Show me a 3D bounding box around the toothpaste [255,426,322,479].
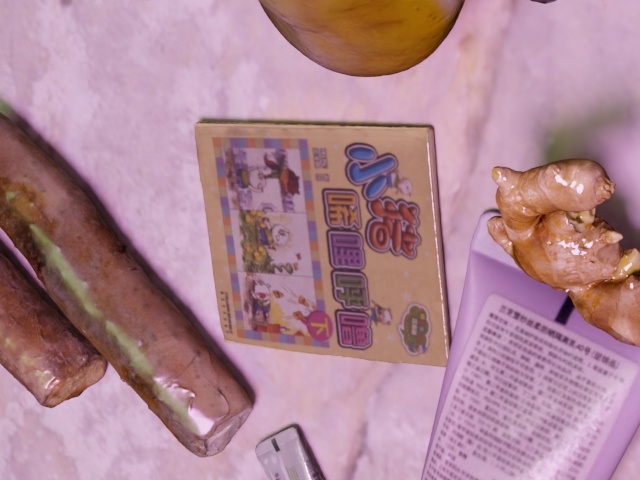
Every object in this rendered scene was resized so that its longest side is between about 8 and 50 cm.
[{"bbox_3d":[0.010,0.232,1.089,0.048,0.029,0.197,-31,86,37],"label":"toothpaste"}]

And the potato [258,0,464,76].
[{"bbox_3d":[0.015,-0.171,0.841,0.157,0.194,0.157,2,99,13],"label":"potato"}]

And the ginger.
[{"bbox_3d":[0.182,0.020,0.855,0.176,0.052,0.193,9,139,56],"label":"ginger"}]

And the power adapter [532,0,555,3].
[{"bbox_3d":[0.131,-0.230,0.777,0.125,0.130,0.205,9,113,31],"label":"power adapter"}]

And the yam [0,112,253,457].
[{"bbox_3d":[-0.169,0.029,1.112,0.317,0.071,0.067,48,163,10],"label":"yam"}]

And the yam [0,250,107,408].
[{"bbox_3d":[-0.294,0.016,1.195,0.300,0.066,0.066,44,125,14],"label":"yam"}]

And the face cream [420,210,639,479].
[{"bbox_3d":[0.128,0.132,0.946,0.154,0.096,0.274,25,106,27],"label":"face cream"}]

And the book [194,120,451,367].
[{"bbox_3d":[0.000,0.000,1.022,0.192,0.013,0.168,4,108,32],"label":"book"}]
